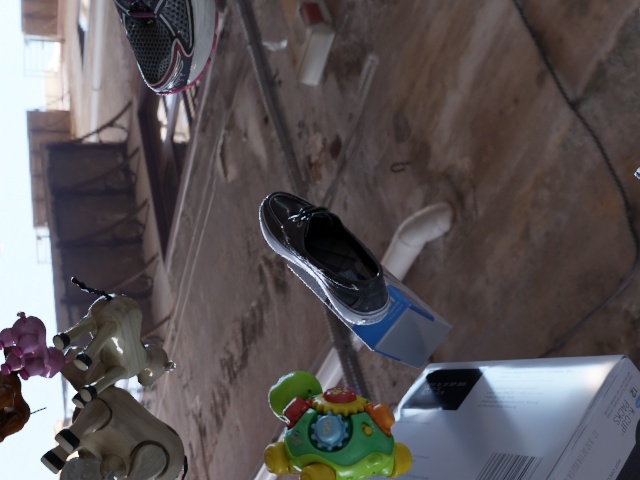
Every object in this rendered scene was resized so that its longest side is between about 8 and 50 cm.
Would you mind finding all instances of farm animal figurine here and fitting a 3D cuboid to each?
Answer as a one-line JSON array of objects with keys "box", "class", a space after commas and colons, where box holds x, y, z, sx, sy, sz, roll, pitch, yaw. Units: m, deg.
[{"box": [-0.288, 0.212, 1.078, 0.327, 0.330, 0.172, 56, -141, -10], "class": "farm animal figurine"}]

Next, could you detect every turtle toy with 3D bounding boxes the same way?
[{"box": [0.005, 0.142, 0.620, 0.095, 0.130, 0.066, -5, -80, -35], "class": "turtle toy"}]

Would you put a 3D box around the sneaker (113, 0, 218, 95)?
[{"box": [-0.187, -0.276, 0.751, 0.121, 0.299, 0.112, 9, -145, 39], "class": "sneaker"}]

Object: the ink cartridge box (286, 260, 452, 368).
[{"box": [0.065, 0.075, 1.098, 0.190, 0.082, 0.139, 44, -172, 35], "class": "ink cartridge box"}]

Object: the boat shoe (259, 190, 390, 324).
[{"box": [0.000, 0.000, 0.921, 0.080, 0.076, 0.228, -22, -133, -19], "class": "boat shoe"}]

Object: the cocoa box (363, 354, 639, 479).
[{"box": [0.235, 0.294, 0.945, 0.228, 0.347, 0.231, 50, -118, -13], "class": "cocoa box"}]

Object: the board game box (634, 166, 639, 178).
[{"box": [0.463, -0.110, 0.691, 0.066, 0.319, 0.318, 28, -159, -19], "class": "board game box"}]
